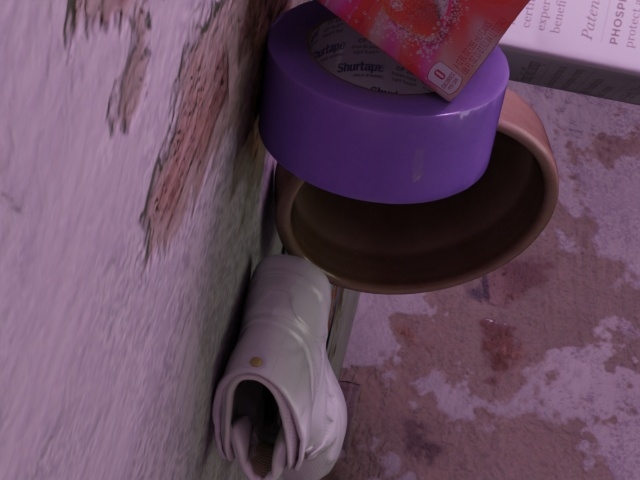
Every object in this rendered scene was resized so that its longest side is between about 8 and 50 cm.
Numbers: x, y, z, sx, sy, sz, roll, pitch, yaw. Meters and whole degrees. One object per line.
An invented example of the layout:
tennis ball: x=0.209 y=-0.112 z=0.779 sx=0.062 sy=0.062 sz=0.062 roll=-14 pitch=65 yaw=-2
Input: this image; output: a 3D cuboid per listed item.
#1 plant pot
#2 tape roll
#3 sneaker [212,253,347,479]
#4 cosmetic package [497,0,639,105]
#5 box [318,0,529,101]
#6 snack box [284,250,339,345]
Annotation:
plant pot: x=0.079 y=-0.111 z=1.338 sx=0.263 sy=0.263 sz=0.229 roll=96 pitch=-10 yaw=-50
tape roll: x=0.048 y=-0.114 z=1.088 sx=0.189 sy=0.189 sz=0.080 roll=-72 pitch=173 yaw=-53
sneaker: x=-0.045 y=0.172 z=1.288 sx=0.292 sy=0.108 sz=0.169 roll=83 pitch=18 yaw=-44
cosmetic package: x=0.254 y=-0.362 z=1.647 sx=0.329 sy=0.393 sz=0.327 roll=-10 pitch=111 yaw=-85
box: x=0.129 y=-0.268 z=0.968 sx=0.300 sy=0.154 sz=0.142 roll=-52 pitch=-179 yaw=40
snack box: x=0.000 y=0.000 z=1.567 sx=0.187 sy=0.060 sz=0.322 roll=-47 pitch=149 yaw=-80
